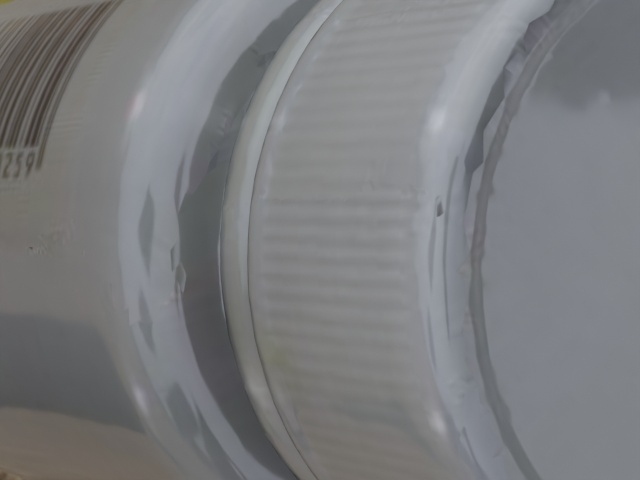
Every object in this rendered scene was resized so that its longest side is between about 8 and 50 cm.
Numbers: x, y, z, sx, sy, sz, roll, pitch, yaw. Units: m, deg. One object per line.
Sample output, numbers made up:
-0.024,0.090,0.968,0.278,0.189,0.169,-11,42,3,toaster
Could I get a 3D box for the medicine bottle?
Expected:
0.000,0.000,0.541,0.208,0.340,0.208,-1,92,-35,medicine bottle
